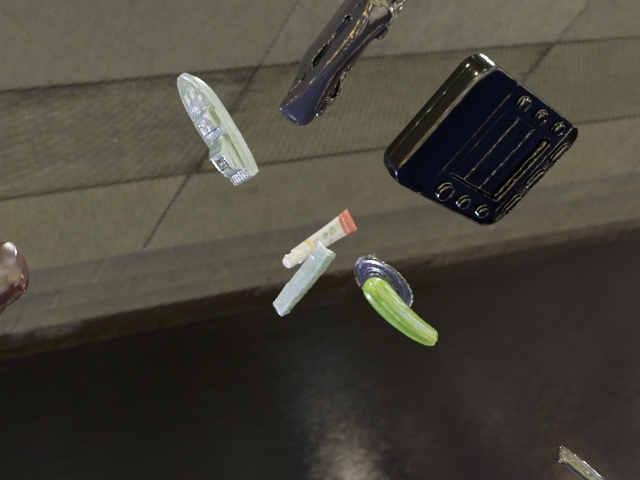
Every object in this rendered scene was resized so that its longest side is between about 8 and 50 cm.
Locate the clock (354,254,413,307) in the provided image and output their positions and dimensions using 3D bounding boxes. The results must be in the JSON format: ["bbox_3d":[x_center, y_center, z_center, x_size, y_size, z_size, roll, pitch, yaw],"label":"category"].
[{"bbox_3d":[0.074,0.052,1.039,0.010,0.083,0.074,-43,151,-34],"label":"clock"}]

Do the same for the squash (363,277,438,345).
[{"bbox_3d":[0.075,0.070,0.841,0.027,0.089,0.027,-45,180,0],"label":"squash"}]

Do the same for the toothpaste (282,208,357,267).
[{"bbox_3d":[0.000,0.000,1.763,0.190,0.048,0.031,-34,-168,-33],"label":"toothpaste"}]

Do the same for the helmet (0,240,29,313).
[{"bbox_3d":[-0.503,0.053,1.416,0.070,0.123,0.098,-21,152,-15],"label":"helmet"}]

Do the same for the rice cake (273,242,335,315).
[{"bbox_3d":[-0.029,0.066,1.487,0.029,0.033,0.171,-10,147,-45],"label":"rice cake"}]

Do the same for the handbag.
[{"bbox_3d":[0.045,-0.330,1.473,0.088,0.244,0.275,37,122,-11],"label":"handbag"}]

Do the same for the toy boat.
[{"bbox_3d":[-0.224,-0.234,1.852,0.078,0.260,0.085,-26,-173,39],"label":"toy boat"}]

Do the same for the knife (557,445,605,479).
[{"bbox_3d":[0.318,0.282,0.943,0.023,0.170,0.010,-48,172,-10],"label":"knife"}]

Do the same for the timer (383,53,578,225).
[{"bbox_3d":[0.160,-0.096,0.882,0.187,0.055,0.144,22,115,-45],"label":"timer"}]
